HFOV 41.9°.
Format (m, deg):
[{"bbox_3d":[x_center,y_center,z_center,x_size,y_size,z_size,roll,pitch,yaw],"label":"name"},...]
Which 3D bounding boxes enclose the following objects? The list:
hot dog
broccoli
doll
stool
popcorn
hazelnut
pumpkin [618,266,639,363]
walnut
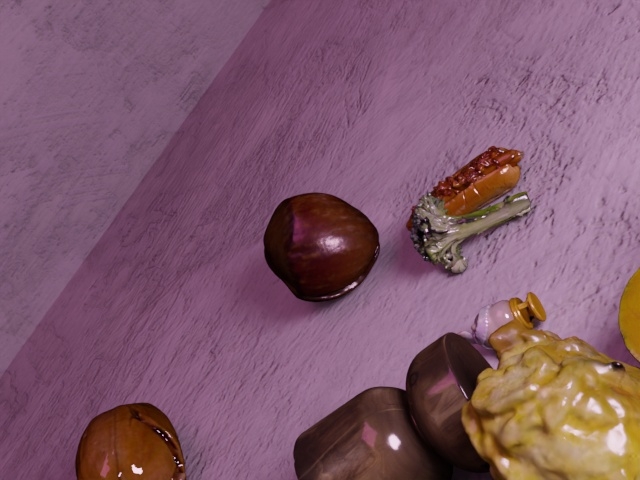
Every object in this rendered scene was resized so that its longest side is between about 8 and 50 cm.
[{"bbox_3d":[0.251,-0.091,1.471,0.249,0.076,0.102,-35,27,25],"label":"hot dog"},{"bbox_3d":[0.249,-0.031,1.383,0.204,0.118,0.122,-17,47,15],"label":"broccoli"},{"bbox_3d":[0.261,0.130,1.198,0.127,0.073,0.084,-32,64,25],"label":"doll"},{"bbox_3d":[0.116,0.267,1.112,0.264,0.179,0.179,-38,30,20],"label":"stool"},{"bbox_3d":[0.278,0.191,0.899,0.192,0.233,0.266,-61,41,32],"label":"popcorn"},{"bbox_3d":[0.000,0.000,1.582,0.218,0.218,0.234,-50,28,-2],"label":"hazelnut"},{"bbox_3d":[0.452,0.103,0.926,0.217,0.110,0.217,-19,38,16],"label":"pumpkin"},{"bbox_3d":[-0.364,0.409,1.594,0.209,0.209,0.336,-48,27,2],"label":"walnut"}]
